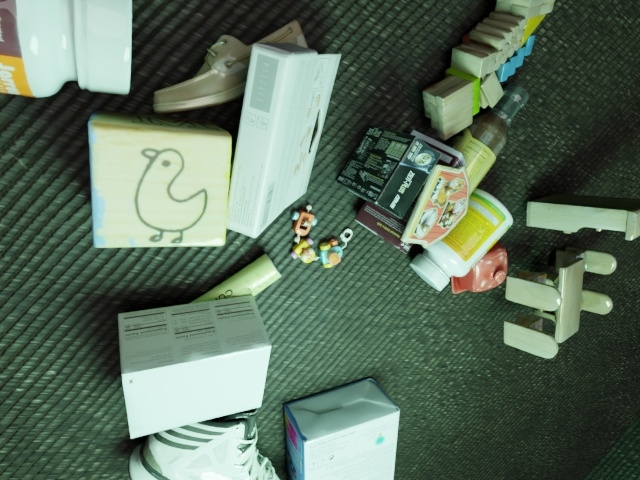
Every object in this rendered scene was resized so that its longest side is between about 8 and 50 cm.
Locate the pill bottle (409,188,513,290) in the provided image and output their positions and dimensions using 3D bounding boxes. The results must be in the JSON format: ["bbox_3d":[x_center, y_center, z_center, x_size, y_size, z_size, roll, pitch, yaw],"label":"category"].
[{"bbox_3d":[0.340,0.002,1.098,0.246,0.136,0.136,-47,122,-2],"label":"pill bottle"}]

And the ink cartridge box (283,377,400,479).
[{"bbox_3d":[0.052,0.602,1.196,0.269,0.151,0.396,-9,112,-21],"label":"ink cartridge box"}]

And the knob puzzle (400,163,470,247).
[{"bbox_3d":[0.269,-0.066,0.950,0.213,0.030,0.213,-24,132,-30],"label":"knob puzzle"}]

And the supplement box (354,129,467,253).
[{"bbox_3d":[0.198,-0.107,0.984,0.239,0.130,0.073,-56,150,4],"label":"supplement box"}]

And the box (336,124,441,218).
[{"bbox_3d":[0.132,-0.146,0.914,0.077,0.180,0.147,27,96,-31],"label":"box"}]

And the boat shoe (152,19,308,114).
[{"bbox_3d":[-0.154,-0.299,0.766,0.302,0.109,0.098,-28,114,-19],"label":"boat shoe"}]

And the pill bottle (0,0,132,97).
[{"bbox_3d":[-0.449,-0.303,0.551,0.392,0.224,0.224,0,110,-25],"label":"pill bottle"}]

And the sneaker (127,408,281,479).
[{"bbox_3d":[-0.165,0.503,0.983,0.447,0.169,0.257,34,105,-17],"label":"sneaker"}]

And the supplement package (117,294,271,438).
[{"bbox_3d":[-0.251,0.245,0.883,0.261,0.145,0.204,-5,129,-23],"label":"supplement package"}]

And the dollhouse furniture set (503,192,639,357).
[{"bbox_3d":[0.711,0.087,1.191,0.362,0.256,0.394,-15,108,-36],"label":"dollhouse furniture set"}]

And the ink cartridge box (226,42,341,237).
[{"bbox_3d":[-0.064,-0.186,0.785,0.066,0.261,0.296,20,117,9],"label":"ink cartridge box"}]

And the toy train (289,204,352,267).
[{"bbox_3d":[0.000,0.000,0.990,0.166,0.046,0.125,21,101,-30],"label":"toy train"}]

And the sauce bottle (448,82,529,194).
[{"bbox_3d":[0.355,-0.205,1.039,0.111,0.111,0.344,35,92,-32],"label":"sauce bottle"}]

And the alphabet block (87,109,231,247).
[{"bbox_3d":[-0.269,-0.105,0.736,0.197,0.193,0.192,-2,113,-25],"label":"alphabet block"}]

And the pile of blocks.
[{"bbox_3d":[0.348,-0.392,0.970,0.362,0.112,0.149,-49,139,5],"label":"pile of blocks"}]

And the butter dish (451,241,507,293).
[{"bbox_3d":[0.442,0.074,1.187,0.159,0.118,0.160,-17,116,-19],"label":"butter dish"}]

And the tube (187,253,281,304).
[{"bbox_3d":[-0.195,0.121,0.942,0.240,0.062,0.070,-34,86,-3],"label":"tube"}]
